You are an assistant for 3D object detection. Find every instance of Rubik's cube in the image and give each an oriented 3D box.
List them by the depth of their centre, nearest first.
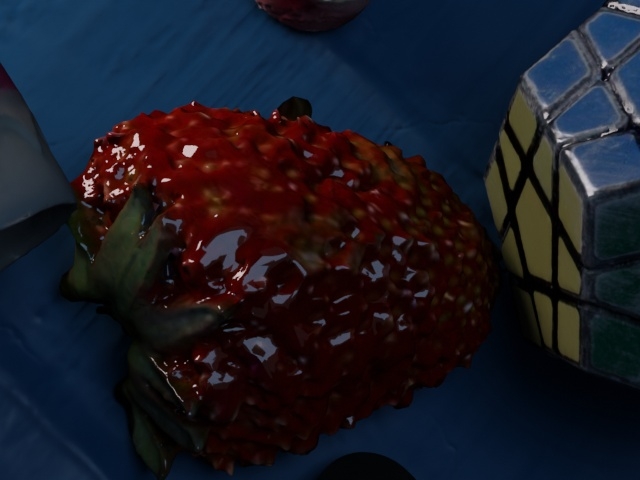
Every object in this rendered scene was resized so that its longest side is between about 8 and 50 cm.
[{"bbox_3d":[0.261,-0.027,1.094,0.264,0.319,0.319,53,50,-46],"label":"Rubik's cube"}]

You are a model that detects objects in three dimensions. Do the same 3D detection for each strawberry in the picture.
[{"bbox_3d":[0.000,0.000,1.049,0.306,0.137,0.233,-20,81,-28],"label":"strawberry"}]

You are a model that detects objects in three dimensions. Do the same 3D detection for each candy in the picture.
[{"bbox_3d":[-0.006,-0.195,1.164,0.103,0.043,0.103,8,69,-23],"label":"candy"}]

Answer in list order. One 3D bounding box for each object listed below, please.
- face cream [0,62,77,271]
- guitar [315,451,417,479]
[{"bbox_3d":[-0.252,-0.057,0.922,0.175,0.175,0.195,-30,86,-31],"label":"face cream"},{"bbox_3d":[-0.033,0.185,1.001,0.233,0.025,0.088,-13,41,-31],"label":"guitar"}]
